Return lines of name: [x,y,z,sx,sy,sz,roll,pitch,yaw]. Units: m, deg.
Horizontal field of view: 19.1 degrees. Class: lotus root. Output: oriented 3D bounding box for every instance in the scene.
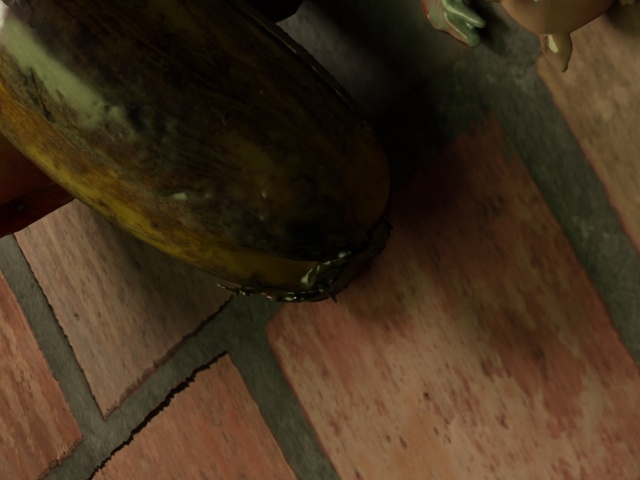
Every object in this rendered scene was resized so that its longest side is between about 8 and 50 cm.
lotus root: [-0.122,-0.100,1.411,0.397,0.179,0.196,39,134,3]

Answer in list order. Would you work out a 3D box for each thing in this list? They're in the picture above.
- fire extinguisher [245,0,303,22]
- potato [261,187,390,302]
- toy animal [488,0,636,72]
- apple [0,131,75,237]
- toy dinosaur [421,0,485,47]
fire extinguisher: [-0.131,-0.293,1.552,0.337,0.135,0.114,38,92,35]
potato: [0.000,0.000,1.523,0.089,0.100,0.172,51,137,17]
toy animal: [0.160,-0.193,1.237,0.083,0.089,0.150,46,128,36]
apple: [-0.330,-0.169,1.649,0.364,0.364,0.364,26,124,45]
toy dinosaur: [0.040,-0.262,1.382,0.242,0.053,0.167,34,132,30]
